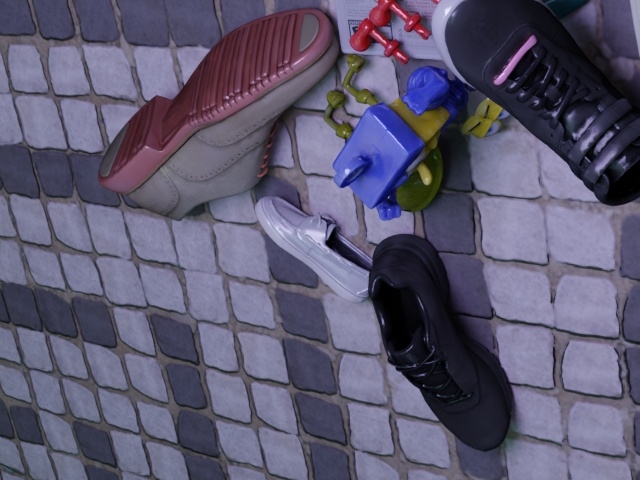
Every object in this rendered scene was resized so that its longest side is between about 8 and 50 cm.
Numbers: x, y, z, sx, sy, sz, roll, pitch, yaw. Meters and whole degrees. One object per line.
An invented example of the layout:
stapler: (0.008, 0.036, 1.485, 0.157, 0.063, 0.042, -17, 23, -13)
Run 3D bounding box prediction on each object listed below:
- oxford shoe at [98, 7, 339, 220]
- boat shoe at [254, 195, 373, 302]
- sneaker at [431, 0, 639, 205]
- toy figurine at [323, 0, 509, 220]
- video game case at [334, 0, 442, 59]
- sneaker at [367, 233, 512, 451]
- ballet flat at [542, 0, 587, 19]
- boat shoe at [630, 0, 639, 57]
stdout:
oxford shoe: (-0.103, -0.148, 1.534, 0.146, 0.141, 0.397, 36, 136, -29)
boat shoe: (0.000, 0.000, 1.562, 0.184, 0.066, 0.063, 45, 124, 8)
sneaker: (0.226, -0.133, 1.153, 0.104, 0.295, 0.147, -48, 44, 11)
toy figurine: (0.058, -0.118, 1.300, 0.191, 0.217, 0.362, 43, 144, 4)
video game case: (0.107, -0.294, 1.328, 0.226, 0.026, 0.206, 10, 121, 34)
sneaker: (0.130, 0.138, 1.485, 0.109, 0.130, 0.286, -28, 99, 25)
ballet flat: (0.252, -0.261, 1.228, 0.168, 0.057, 0.052, -26, 69, 40)
boat shoe: (0.328, -0.311, 1.044, 0.156, 0.187, 0.500, -1, 121, 36)
